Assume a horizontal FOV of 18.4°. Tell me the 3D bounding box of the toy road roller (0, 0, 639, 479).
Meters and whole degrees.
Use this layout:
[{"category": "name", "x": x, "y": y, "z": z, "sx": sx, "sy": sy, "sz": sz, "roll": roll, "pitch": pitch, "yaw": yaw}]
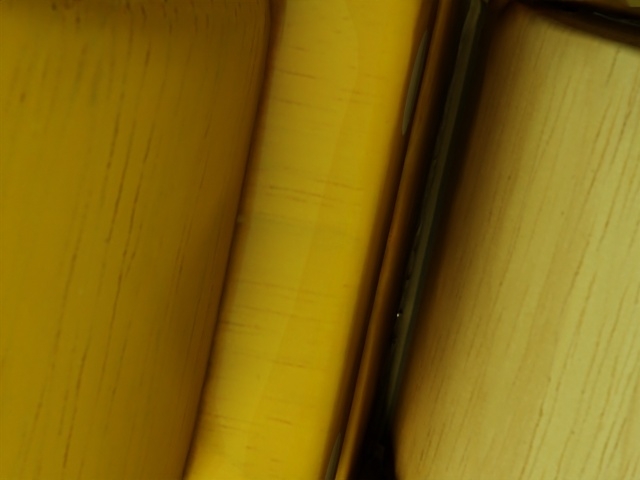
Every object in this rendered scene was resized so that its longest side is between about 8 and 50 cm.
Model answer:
[{"category": "toy road roller", "x": -0.029, "y": -0.001, "z": 0.445, "sx": 0.329, "sy": 0.240, "sz": 0.203, "roll": 14, "pitch": 106, "yaw": 7}]
